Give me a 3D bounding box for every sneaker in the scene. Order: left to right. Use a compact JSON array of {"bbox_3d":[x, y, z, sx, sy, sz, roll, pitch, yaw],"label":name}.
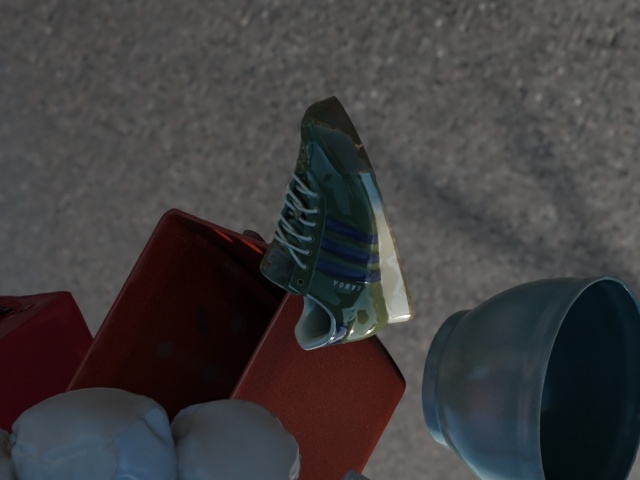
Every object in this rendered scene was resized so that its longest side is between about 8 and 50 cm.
[{"bbox_3d":[0.000,0.000,1.142,0.064,0.086,0.192,-122,10,-47],"label":"sneaker"}]

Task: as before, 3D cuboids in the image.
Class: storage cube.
[{"bbox_3d":[-0.370,0.189,2.014,0.184,0.193,0.215,-5,113,42],"label":"storage cube"}]

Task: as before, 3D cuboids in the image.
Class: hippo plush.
[{"bbox_3d":[-0.131,0.236,0.934,0.234,0.236,0.294,1,151,-20],"label":"hippo plush"}]

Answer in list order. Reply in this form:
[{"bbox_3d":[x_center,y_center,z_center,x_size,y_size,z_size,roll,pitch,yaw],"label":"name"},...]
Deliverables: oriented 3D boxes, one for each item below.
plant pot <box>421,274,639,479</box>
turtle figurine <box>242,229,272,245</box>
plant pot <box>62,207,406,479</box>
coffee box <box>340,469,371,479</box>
[{"bbox_3d":[0.245,0.179,2.095,0.196,0.293,0.293,5,150,35],"label":"plant pot"},{"bbox_3d":[-0.120,0.080,2.158,0.087,0.217,0.269,45,148,-16],"label":"turtle figurine"},{"bbox_3d":[-0.074,0.158,1.828,0.236,0.267,0.267,34,171,-36],"label":"plant pot"},{"bbox_3d":[0.016,0.320,1.105,0.168,0.297,0.119,31,142,-1],"label":"coffee box"}]
